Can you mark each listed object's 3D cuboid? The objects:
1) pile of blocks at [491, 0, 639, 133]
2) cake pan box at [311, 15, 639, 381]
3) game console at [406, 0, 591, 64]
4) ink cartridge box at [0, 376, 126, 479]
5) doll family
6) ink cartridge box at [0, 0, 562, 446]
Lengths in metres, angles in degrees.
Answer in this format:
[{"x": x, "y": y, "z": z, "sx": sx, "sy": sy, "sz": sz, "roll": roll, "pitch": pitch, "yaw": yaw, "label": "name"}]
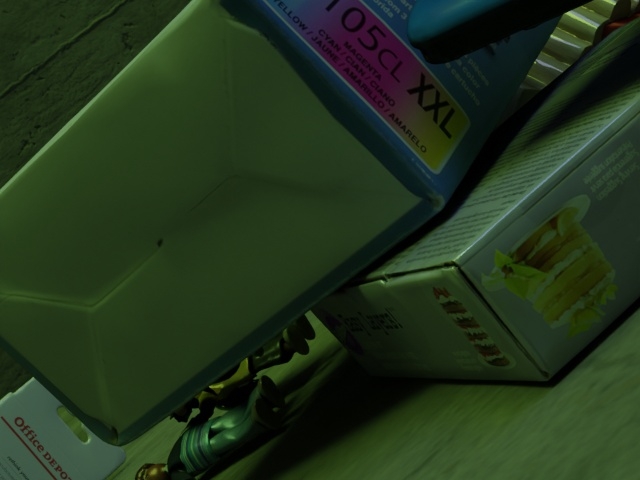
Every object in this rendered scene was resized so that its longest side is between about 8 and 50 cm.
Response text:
[{"x": 0.218, "y": -0.159, "z": 1.083, "sx": 0.362, "sy": 0.149, "sz": 0.113, "roll": -49, "pitch": 50, "yaw": -8, "label": "pile of blocks"}, {"x": 0.124, "y": -0.033, "z": 0.739, "sx": 0.246, "sy": 0.070, "sz": 0.267, "roll": -38, "pitch": 5, "yaw": -15, "label": "cake pan box"}, {"x": 0.223, "y": -0.156, "z": 0.689, "sx": 0.293, "sy": 0.173, "sz": 0.250, "roll": -21, "pitch": 33, "yaw": 43, "label": "game console"}, {"x": -0.251, "y": 0.193, "z": 1.191, "sx": 0.180, "sy": 0.104, "sz": 0.060, "roll": -42, "pitch": 5, "yaw": -31, "label": "ink cartridge box"}, {"x": -0.066, "y": 0.090, "z": 0.975, "sx": 0.111, "sy": 0.076, "sz": 0.193, "roll": -32, "pitch": 11, "yaw": 24, "label": "doll family"}, {"x": -0.005, "y": -0.095, "z": 0.888, "sx": 0.270, "sy": 0.151, "sz": 0.395, "roll": -37, "pitch": 11, "yaw": 36, "label": "ink cartridge box"}]
